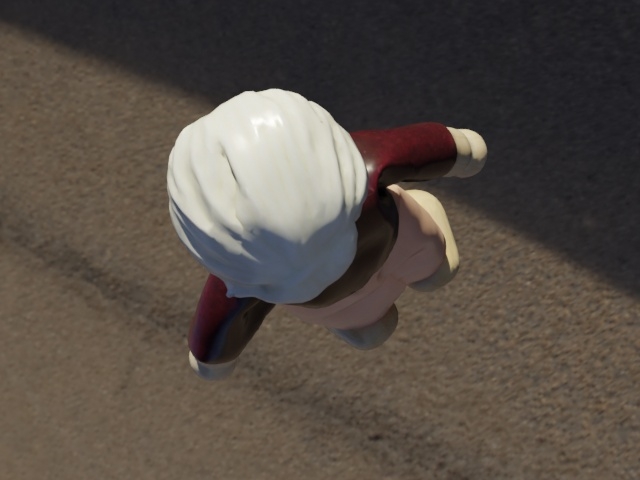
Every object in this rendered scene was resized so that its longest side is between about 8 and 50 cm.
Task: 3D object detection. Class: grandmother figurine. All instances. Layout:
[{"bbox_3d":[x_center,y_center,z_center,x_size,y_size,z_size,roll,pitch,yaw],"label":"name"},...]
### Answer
[{"bbox_3d":[0.000,0.000,0.612,0.104,0.342,0.208,39,89,16],"label":"grandmother figurine"}]
